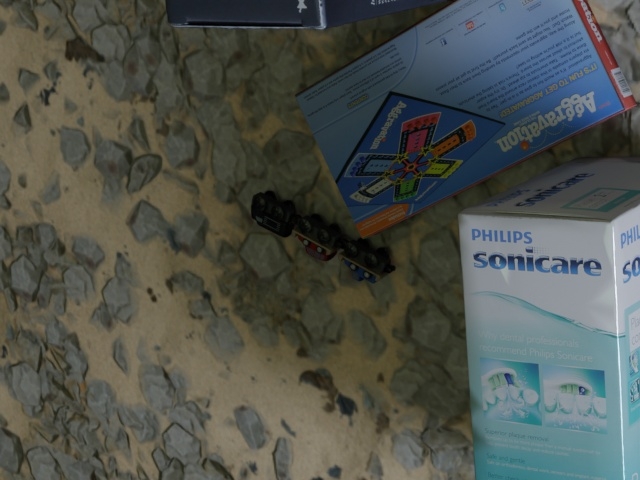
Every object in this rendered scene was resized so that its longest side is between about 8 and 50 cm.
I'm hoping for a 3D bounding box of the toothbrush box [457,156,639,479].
[{"bbox_3d":[0.213,0.098,1.130,0.126,0.216,0.295,2,104,34],"label":"toothbrush box"}]

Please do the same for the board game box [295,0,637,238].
[{"bbox_3d":[0.113,-0.118,1.252,0.281,0.027,0.145,-26,87,37],"label":"board game box"}]

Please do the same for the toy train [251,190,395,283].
[{"bbox_3d":[0.000,0.000,1.364,0.158,0.027,0.036,27,121,26],"label":"toy train"}]

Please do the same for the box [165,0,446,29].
[{"bbox_3d":[-0.005,-0.233,1.186,0.153,0.207,0.108,6,107,33],"label":"box"}]
